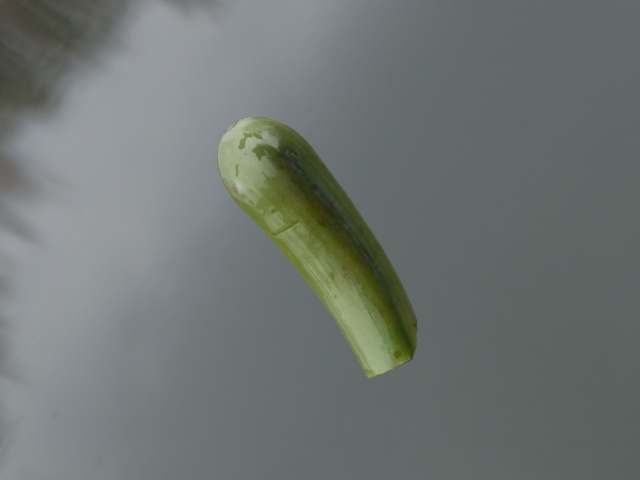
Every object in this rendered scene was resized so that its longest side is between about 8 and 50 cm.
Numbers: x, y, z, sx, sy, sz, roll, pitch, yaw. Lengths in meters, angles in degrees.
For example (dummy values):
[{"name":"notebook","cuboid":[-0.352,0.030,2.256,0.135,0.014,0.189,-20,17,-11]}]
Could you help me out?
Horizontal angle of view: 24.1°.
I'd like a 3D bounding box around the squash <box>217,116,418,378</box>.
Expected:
[{"name":"squash","cuboid":[0.000,0.000,1.284,0.083,0.250,0.083,-35,5,4]}]
